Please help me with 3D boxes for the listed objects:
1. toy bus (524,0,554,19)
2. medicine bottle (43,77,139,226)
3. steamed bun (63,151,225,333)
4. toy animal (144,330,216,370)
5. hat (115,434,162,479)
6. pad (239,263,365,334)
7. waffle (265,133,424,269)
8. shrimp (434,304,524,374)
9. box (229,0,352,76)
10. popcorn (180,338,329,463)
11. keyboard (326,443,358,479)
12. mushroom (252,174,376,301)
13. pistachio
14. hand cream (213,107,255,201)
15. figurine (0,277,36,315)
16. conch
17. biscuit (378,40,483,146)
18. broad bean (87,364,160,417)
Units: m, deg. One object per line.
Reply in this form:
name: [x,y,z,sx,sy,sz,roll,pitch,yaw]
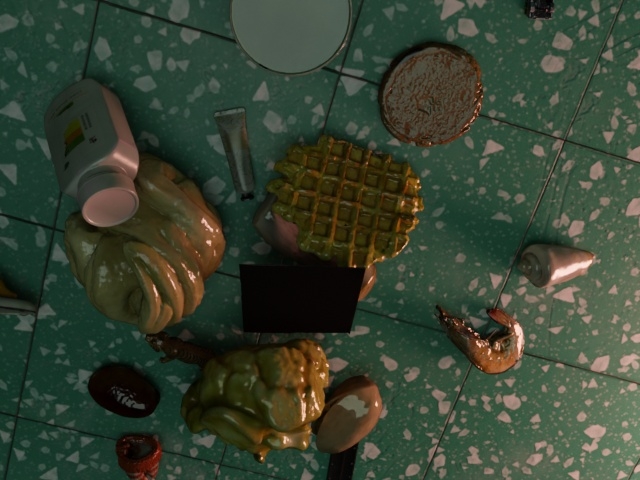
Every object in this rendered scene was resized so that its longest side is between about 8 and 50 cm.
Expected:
toy bus: [0.431,-0.488,1.553,0.052,0.058,0.102,0,116,-2]
medicine bottle: [-0.438,-0.167,1.530,0.161,0.296,0.111,-36,146,16]
steamed bun: [-0.369,0.021,1.643,0.325,0.230,0.372,36,108,-10]
toy animal: [-0.302,0.255,1.779,0.241,0.099,0.056,28,66,-35]
hat: [-0.435,0.554,1.927,0.112,0.093,0.162,4,129,8]
pad: [-0.045,0.131,1.676,0.248,0.007,0.367,2,153,-2]
waffle: [0.055,-0.089,1.624,0.312,0.060,0.307,47,67,1]
shrimp: [0.368,0.209,1.826,0.251,0.052,0.143,38,95,-22]
box: [-0.056,-0.437,1.512,0.226,0.149,0.226,0,111,-1]
popcorn: [-0.134,0.329,1.725,0.292,0.293,0.334,27,143,0]
keyboard: [0.054,0.556,1.966,0.067,0.011,0.202,8,110,-2]
mushroom: [0.000,0.000,1.697,0.329,0.122,0.159,43,109,-16]
pistachio: [0.063,0.405,1.847,0.152,0.126,0.223,10,126,-34]
hand cream: [-0.173,-0.178,1.667,0.067,0.042,0.194,-10,106,4]
figurine: [-0.745,0.084,1.735,0.250,0.167,0.141,11,73,-31]
conch: [0.516,0.052,1.763,0.176,0.094,0.104,-11,99,-26]
biscuit: [0.226,-0.297,1.629,0.226,0.042,0.225,-1,111,-3]
broad bean: [-0.457,0.352,1.842,0.165,0.084,0.114,36,90,-7]
